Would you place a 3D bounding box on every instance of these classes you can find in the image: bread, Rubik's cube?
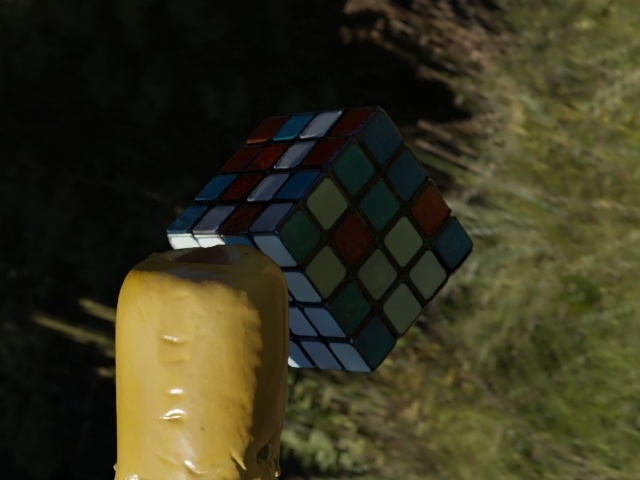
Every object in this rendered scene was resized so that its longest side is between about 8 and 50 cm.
[{"bbox_3d":[-0.086,0.089,1.262,0.134,0.085,0.173,7,100,44],"label":"bread"},{"bbox_3d":[0.000,0.000,1.522,0.155,0.154,0.151,-3,41,51],"label":"Rubik's cube"}]
